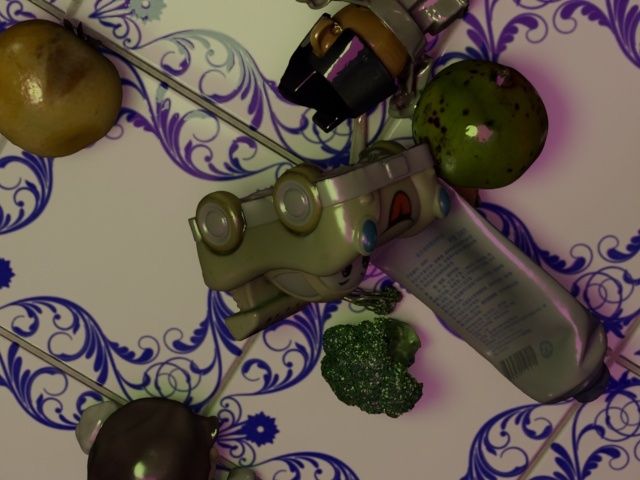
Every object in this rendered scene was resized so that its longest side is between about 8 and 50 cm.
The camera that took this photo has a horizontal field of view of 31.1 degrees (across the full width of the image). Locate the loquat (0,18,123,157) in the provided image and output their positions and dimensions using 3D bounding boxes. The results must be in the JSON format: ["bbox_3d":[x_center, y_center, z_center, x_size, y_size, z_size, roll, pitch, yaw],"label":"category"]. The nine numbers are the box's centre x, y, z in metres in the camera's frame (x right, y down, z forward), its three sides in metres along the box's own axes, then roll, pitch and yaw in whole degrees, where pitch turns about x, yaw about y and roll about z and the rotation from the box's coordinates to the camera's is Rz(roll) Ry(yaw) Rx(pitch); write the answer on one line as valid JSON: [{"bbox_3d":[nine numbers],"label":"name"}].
[{"bbox_3d":[-0.393,-0.225,1.676,0.213,0.213,0.213,1,105,3],"label":"loquat"}]

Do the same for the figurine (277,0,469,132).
[{"bbox_3d":[0.070,-0.285,1.624,0.308,0.143,0.309,-5,105,-17],"label":"figurine"}]

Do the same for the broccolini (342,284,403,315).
[{"bbox_3d":[0.033,0.078,1.803,0.194,0.052,0.054,16,101,0],"label":"broccolini"}]

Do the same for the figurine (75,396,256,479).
[{"bbox_3d":[-0.206,0.387,1.859,0.365,0.206,0.218,32,129,-30],"label":"figurine"}]

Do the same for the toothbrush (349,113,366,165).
[{"bbox_3d":[0.060,-0.196,1.744,0.025,0.029,0.307,-3,108,-21],"label":"toothbrush"}]

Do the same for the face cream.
[{"bbox_3d":[0.266,0.098,1.742,0.420,0.137,0.235,40,140,-7],"label":"face cream"}]

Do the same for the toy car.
[{"bbox_3d":[0.000,0.000,1.629,0.336,0.242,0.226,-12,97,41],"label":"toy car"}]

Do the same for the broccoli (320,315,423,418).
[{"bbox_3d":[0.086,0.197,1.776,0.156,0.195,0.195,-28,104,-29],"label":"broccoli"}]

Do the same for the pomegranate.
[{"bbox_3d":[0.235,-0.142,1.666,0.198,0.198,0.246,-11,113,6],"label":"pomegranate"}]
